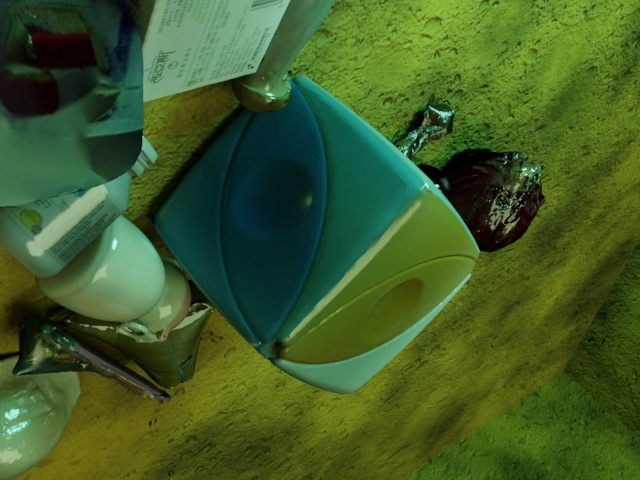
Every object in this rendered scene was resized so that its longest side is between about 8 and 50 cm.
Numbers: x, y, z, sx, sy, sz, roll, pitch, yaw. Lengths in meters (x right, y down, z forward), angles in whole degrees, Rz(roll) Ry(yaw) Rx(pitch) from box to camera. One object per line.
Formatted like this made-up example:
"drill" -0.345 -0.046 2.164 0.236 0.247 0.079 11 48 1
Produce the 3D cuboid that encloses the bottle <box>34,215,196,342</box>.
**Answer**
"bottle" -0.279 0.060 1.181 0.147 0.147 0.236 -47 138 1

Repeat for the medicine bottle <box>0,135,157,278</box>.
"medicine bottle" -0.316 -0.068 1.034 0.215 0.135 0.135 -45 149 -10

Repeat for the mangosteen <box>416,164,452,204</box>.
"mangosteen" 0.191 -0.090 1.649 0.151 0.137 0.137 12 122 -18

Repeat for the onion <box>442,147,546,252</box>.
"onion" 0.373 -0.091 1.764 0.280 0.221 0.281 -27 161 -10

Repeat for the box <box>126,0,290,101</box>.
"box" -0.138 -0.287 0.936 0.194 0.111 0.260 -22 166 -32

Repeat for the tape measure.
"tape measure" -0.323 -0.182 0.839 0.259 0.138 0.262 -16 123 -47

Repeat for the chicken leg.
"chicken leg" 0.149 -0.155 1.553 0.304 0.093 0.113 -46 138 -8

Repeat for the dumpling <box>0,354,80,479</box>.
"dumpling" -0.484 0.268 1.249 0.252 0.131 0.179 -40 126 -26

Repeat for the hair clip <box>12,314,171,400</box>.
"hair clip" -0.362 0.199 1.298 0.110 0.096 0.358 -16 156 17

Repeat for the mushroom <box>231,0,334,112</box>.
"mushroom" -0.039 -0.329 1.084 0.128 0.128 0.350 -15 140 -41

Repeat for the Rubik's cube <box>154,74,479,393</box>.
"Rubik's cube" 0.000 0.000 1.289 0.352 0.351 0.347 -49 149 0

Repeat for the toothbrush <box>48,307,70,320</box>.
"toothbrush" -0.367 0.088 1.274 0.219 0.016 0.019 -29 137 -24

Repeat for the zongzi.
"zongzi" -0.313 0.176 1.356 0.256 0.115 0.228 -13 140 -33
